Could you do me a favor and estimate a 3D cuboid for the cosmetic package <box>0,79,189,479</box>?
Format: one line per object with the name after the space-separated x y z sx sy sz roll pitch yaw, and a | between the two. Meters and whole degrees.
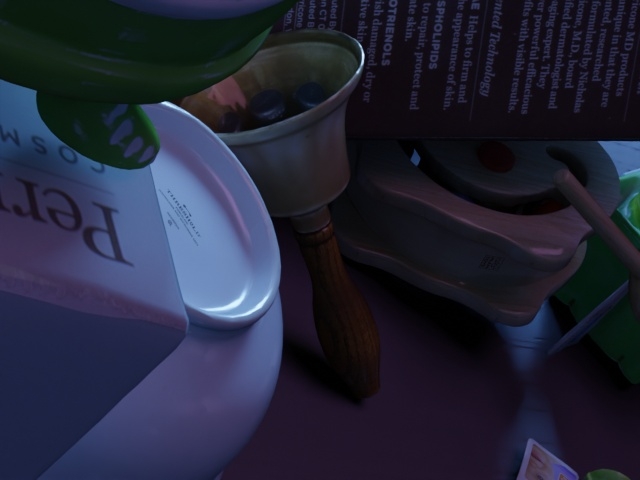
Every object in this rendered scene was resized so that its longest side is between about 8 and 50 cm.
-0.305 -0.061 0.797 0.329 0.327 0.394 16 44 -39 | cosmetic package

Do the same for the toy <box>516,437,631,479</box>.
0.178 0.232 1.284 0.137 0.056 0.237 40 33 -8 | toy

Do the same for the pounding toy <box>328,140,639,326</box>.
0.143 -0.047 1.393 0.269 0.155 0.154 23 44 -3 | pounding toy

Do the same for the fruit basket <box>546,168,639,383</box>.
0.350 -0.057 1.524 0.165 0.353 0.327 45 31 18 | fruit basket

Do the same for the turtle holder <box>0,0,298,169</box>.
-0.107 -0.198 0.657 0.320 0.227 0.243 36 34 -18 | turtle holder

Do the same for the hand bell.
0.000 0.000 1.237 0.126 0.126 0.242 -73 149 -54 | hand bell

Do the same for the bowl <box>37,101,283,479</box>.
-0.117 0.012 1.065 0.298 0.134 0.298 35 37 -31 | bowl

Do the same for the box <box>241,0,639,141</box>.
0.099 -0.164 1.362 0.381 0.143 0.191 1 26 -17 | box
